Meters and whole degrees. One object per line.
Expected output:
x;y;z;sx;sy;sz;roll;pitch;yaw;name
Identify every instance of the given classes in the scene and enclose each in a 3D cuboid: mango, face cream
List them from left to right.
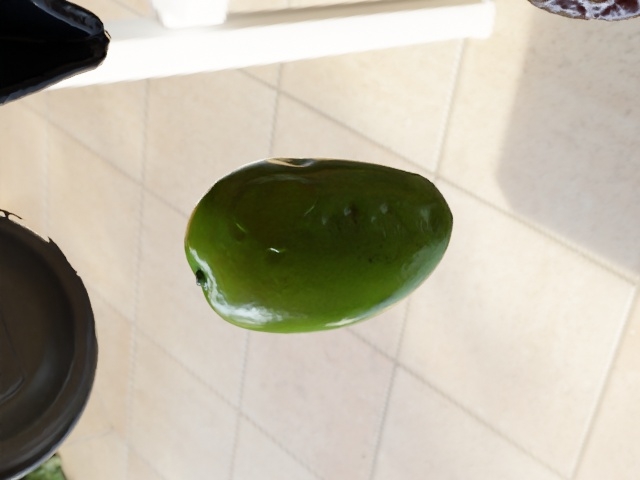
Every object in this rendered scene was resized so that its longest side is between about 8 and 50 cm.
-0.244;0.077;0.681;0.153;0.177;0.177;-27;86;57;face cream
0.000;0.000;0.428;0.056;0.108;0.073;-108;7;-80;mango

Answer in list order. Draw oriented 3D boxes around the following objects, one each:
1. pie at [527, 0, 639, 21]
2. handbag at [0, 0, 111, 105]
0.208;-0.272;0.850;0.204;0.054;0.219;-15;119;51;pie
-0.306;-0.089;0.501;0.303;0.329;0.122;3;119;33;handbag
